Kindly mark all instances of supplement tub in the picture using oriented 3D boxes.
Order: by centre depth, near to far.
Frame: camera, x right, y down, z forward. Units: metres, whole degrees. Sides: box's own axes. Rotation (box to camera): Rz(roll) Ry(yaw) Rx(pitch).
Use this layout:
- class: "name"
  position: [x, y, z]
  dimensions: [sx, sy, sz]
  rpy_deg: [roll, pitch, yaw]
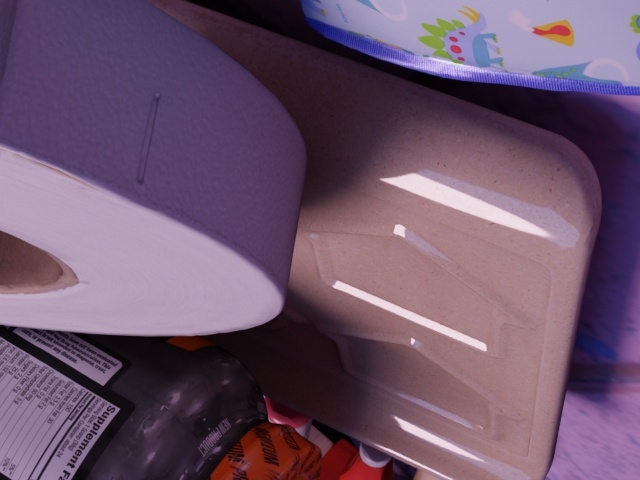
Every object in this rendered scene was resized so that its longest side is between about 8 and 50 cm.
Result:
- class: "supplement tub"
  position: [-0.182, 0.119, 0.742]
  dimensions: [0.338, 0.207, 0.207]
  rpy_deg: [29, 159, 16]

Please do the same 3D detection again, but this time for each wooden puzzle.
- class: "wooden puzzle"
  position: [0.000, 0.000, 0.668]
  dimensions: [0.322, 0.080, 0.348]
  rpy_deg: [22, 151, 19]

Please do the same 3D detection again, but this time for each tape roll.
- class: "tape roll"
  position: [-0.200, -0.033, 0.487]
  dimensions: [0.392, 0.072, 0.392]
  rpy_deg: [8, 165, 2]

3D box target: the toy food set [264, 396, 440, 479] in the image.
- class: "toy food set"
  position: [0.046, 0.134, 0.872]
  dimensions: [0.232, 0.111, 0.104]
  rpy_deg: [28, 147, 13]

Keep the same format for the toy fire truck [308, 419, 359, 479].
- class: "toy fire truck"
  position: [0.063, 0.277, 1.145]
  dimensions: [0.246, 0.158, 0.217]
  rpy_deg: [36, 161, 18]

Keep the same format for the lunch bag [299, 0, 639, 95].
- class: "lunch bag"
  position: [0.057, -0.109, 0.322]
  dimensions: [0.151, 0.096, 0.129]
  rpy_deg: [28, 160, 34]
